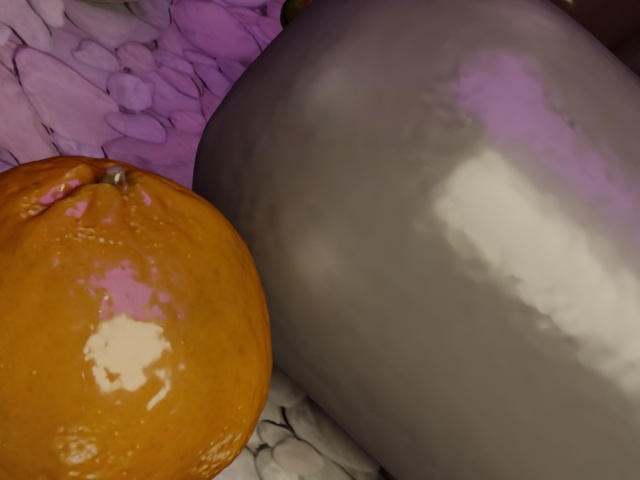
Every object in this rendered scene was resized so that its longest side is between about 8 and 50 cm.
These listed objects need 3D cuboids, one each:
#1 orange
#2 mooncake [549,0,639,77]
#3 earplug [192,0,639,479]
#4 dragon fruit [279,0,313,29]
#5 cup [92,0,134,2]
[{"bbox_3d":[-0.131,0.053,0.923,0.219,0.193,0.219,12,48,-14],"label":"orange"},{"bbox_3d":[0.197,-0.240,1.503,0.326,0.174,0.334,47,-13,49],"label":"mooncake"},{"bbox_3d":[0.113,0.004,1.072,0.394,0.313,0.312,44,33,-9],"label":"earplug"},{"bbox_3d":[0.075,-0.117,1.381,0.268,0.130,0.295,12,44,-30],"label":"dragon fruit"},{"bbox_3d":[-0.173,-0.351,1.297,0.253,0.253,0.274,16,48,-33],"label":"cup"}]
